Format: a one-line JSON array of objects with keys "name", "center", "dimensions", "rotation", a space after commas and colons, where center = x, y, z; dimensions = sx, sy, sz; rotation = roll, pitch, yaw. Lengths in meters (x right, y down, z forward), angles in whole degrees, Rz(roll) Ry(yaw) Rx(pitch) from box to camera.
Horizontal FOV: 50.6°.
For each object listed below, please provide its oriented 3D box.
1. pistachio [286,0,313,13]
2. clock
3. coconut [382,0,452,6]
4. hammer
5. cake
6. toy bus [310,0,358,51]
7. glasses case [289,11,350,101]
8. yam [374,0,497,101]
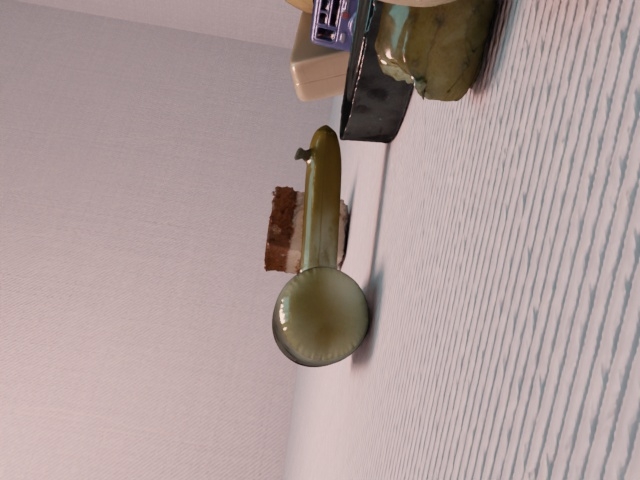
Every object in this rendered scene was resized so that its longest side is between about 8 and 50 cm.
[{"name": "pistachio", "center": [0.008, -0.526, 1.236], "dimensions": [0.321, 0.238, 0.229], "rotation": [48, 137, 51]}, {"name": "clock", "center": [0.079, -0.273, 0.816], "dimensions": [0.319, 0.066, 0.319], "rotation": [-170, 90, -87]}, {"name": "coconut", "center": [0.043, -0.175, 0.268], "dimensions": [0.162, 0.161, 0.161], "rotation": [-92, 12, -72]}, {"name": "hammer", "center": [0.000, 0.000, 0.832], "dimensions": [0.202, 0.113, 0.306], "rotation": [123, 149, -75]}, {"name": "cake", "center": [-0.026, -0.011, 1.256], "dimensions": [0.134, 0.147, 0.135], "rotation": [102, 176, -66]}, {"name": "toy bus", "center": [0.061, -0.437, 1.014], "dimensions": [0.125, 0.133, 0.292], "rotation": [-83, 3, -47]}, {"name": "glasses case", "center": [0.028, -0.369, 1.269], "dimensions": [0.336, 0.144, 0.076], "rotation": [-83, -20, -55]}, {"name": "yam", "center": [0.093, -0.259, 0.362], "dimensions": [0.083, 0.083, 0.372], "rotation": [-86, 6, -62]}]
